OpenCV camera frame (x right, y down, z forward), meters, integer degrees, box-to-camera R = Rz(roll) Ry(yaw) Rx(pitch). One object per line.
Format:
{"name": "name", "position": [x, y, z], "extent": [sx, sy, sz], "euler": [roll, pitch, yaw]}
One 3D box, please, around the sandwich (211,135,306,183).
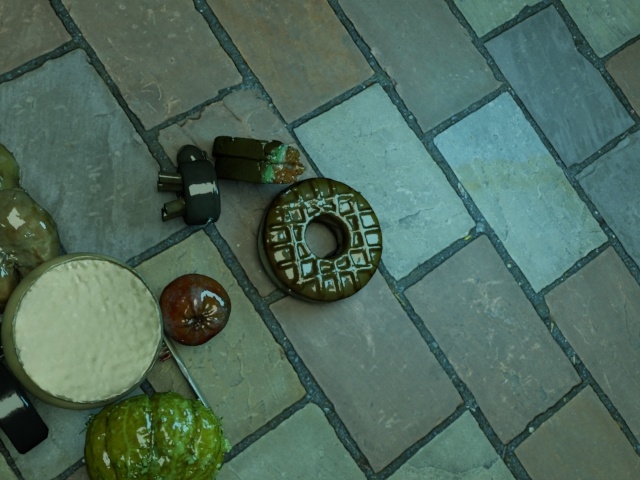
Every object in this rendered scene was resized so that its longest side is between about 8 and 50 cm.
{"name": "sandwich", "position": [-0.158, -0.189, 1.998], "extent": [0.212, 0.292, 0.109], "euler": [11, 91, -55]}

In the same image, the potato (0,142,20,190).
{"name": "potato", "position": [-0.814, -0.122, 1.824], "extent": [0.239, 0.116, 0.299], "euler": [47, 69, -6]}

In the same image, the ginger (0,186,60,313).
{"name": "ginger", "position": [-0.710, 0.046, 1.773], "extent": [0.304, 0.155, 0.244], "euler": [-50, 134, -30]}

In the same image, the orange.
{"name": "orange", "position": [-0.349, 0.456, 1.728], "extent": [0.301, 0.300, 0.223], "euler": [27, 43, -43]}

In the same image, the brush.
{"name": "brush", "position": [-0.336, 0.296, 1.894], "extent": [0.050, 0.060, 0.321], "euler": [-32, 87, -10]}

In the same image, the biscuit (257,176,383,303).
{"name": "biscuit", "position": [0.000, 0.000, 2.053], "extent": [0.332, 0.103, 0.332], "euler": [4, 76, -17]}

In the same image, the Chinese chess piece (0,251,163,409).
{"name": "Chinese chess piece", "position": [-0.506, 0.193, 1.747], "extent": [0.338, 0.140, 0.338], "euler": [3, 83, -25]}

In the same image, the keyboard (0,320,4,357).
{"name": "keyboard", "position": [-0.771, 0.265, 1.751], "extent": [0.262, 0.016, 0.106], "euler": [-35, 45, -22]}

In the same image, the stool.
{"name": "stool", "position": [-0.322, -0.125, 1.972], "extent": [0.139, 0.153, 0.228], "euler": [-8, 36, -16]}

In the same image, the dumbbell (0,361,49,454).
{"name": "dumbbell", "position": [-0.743, 0.412, 1.653], "extent": [0.322, 0.204, 0.203], "euler": [-35, 88, -23]}

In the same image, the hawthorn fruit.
{"name": "hawthorn fruit", "position": [-0.296, 0.154, 1.891], "extent": [0.173, 0.173, 0.172], "euler": [4, 75, -17]}
